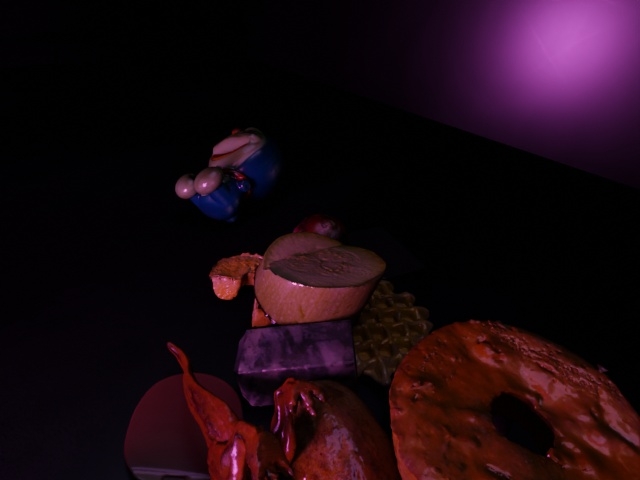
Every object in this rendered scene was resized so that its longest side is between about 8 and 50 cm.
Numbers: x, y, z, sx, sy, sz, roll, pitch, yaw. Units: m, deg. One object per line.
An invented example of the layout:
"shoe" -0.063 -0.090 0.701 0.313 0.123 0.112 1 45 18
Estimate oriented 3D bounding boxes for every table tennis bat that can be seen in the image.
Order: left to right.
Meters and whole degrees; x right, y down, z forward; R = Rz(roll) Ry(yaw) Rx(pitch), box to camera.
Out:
"table tennis bat" -0.183 0.287 0.542 0.154 0.021 0.274 10 33 -10

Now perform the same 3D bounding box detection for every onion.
"onion" 0.000 0.000 0.939 0.131 0.131 0.131 8 34 -5

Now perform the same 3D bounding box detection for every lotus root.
"lotus root" 0.028 0.291 0.506 0.145 0.128 0.260 -18 45 -20

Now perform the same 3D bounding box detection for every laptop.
"laptop" 0.153 0.030 1.033 0.135 0.016 0.197 -9 37 -26

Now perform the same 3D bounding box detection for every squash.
"squash" -0.009 0.053 0.726 0.220 0.133 0.220 10 38 -8

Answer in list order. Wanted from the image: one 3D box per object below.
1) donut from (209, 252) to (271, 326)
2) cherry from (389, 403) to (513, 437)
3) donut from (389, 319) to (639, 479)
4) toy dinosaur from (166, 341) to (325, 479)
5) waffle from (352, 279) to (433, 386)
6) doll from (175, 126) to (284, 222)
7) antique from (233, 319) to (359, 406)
"donut" -0.119 0.091 0.807 0.181 0.078 0.146 26 34 30
"cherry" 0.193 0.244 0.617 0.176 0.140 0.176 -11 39 9
"donut" 0.201 0.215 0.440 0.278 0.108 0.277 3 32 -2
"toy dinosaur" -0.085 0.234 0.476 0.097 0.208 0.432 11 35 -36
"waffle" 0.086 0.156 0.787 0.250 0.056 0.261 28 35 21
"doll" -0.214 -0.170 1.073 0.199 0.186 0.322 -2 40 40
"antique" -0.037 0.189 0.637 0.183 0.088 0.086 -6 34 4
